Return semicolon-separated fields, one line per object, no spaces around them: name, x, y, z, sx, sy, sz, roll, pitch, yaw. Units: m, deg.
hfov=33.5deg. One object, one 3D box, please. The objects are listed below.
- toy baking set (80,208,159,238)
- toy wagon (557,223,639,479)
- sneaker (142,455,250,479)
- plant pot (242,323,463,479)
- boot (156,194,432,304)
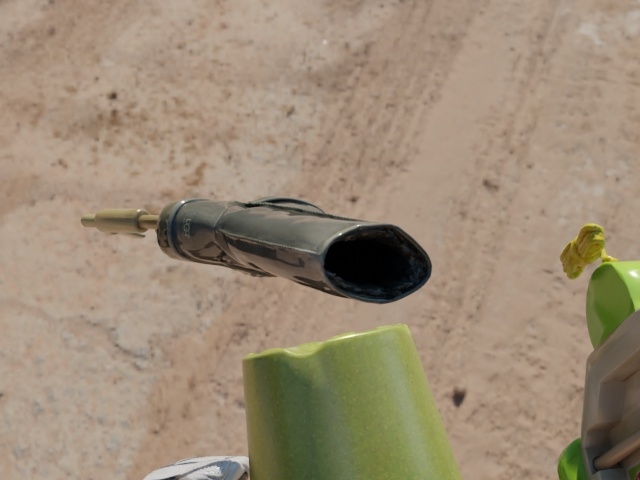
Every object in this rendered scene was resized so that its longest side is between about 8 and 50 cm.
toy baking set;-0.175;-0.016;1.351;0.197;0.030;0.256;8;-5;-42
toy wagon;0.243;0.146;0.732;0.068;0.267;0.344;-3;64;-11
sneaker;-0.169;0.353;1.246;0.101;0.153;0.268;-7;5;34
plant pot;0.028;0.225;1.102;0.276;0.276;0.254;-11;85;-16
boot;0.001;0.002;0.802;0.190;0.076;0.208;-5;4;-45
